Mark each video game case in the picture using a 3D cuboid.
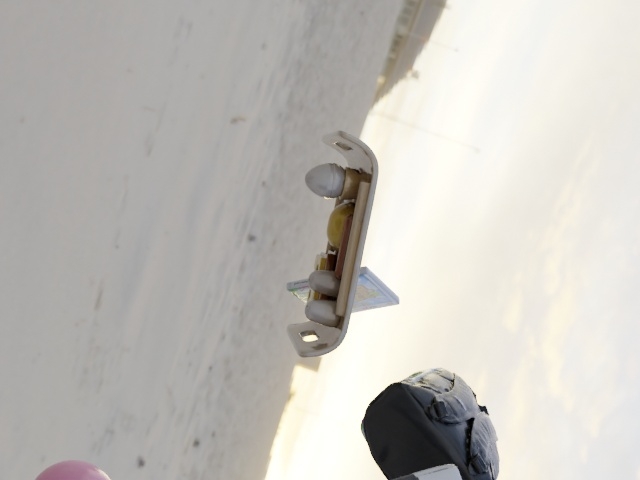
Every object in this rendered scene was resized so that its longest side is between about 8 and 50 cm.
[{"bbox_3d":[0.054,0.121,2.134,0.212,0.193,0.023,42,40,-56],"label":"video game case"}]

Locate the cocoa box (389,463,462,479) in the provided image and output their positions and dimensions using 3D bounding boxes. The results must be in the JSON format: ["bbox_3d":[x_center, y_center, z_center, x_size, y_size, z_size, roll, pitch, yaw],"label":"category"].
[{"bbox_3d":[0.052,0.465,1.196,0.347,0.228,0.231,118,-42,-55],"label":"cocoa box"}]

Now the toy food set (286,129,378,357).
[{"bbox_3d":[0.000,0.000,1.346,0.220,0.092,0.306,-152,-107,-82],"label":"toy food set"}]

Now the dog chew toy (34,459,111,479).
[{"bbox_3d":[-0.583,0.644,2.073,0.332,0.206,0.207,-66,179,-55],"label":"dog chew toy"}]

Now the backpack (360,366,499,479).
[{"bbox_3d":[0.220,0.378,1.806,0.273,0.290,0.355,-42,174,27],"label":"backpack"}]
